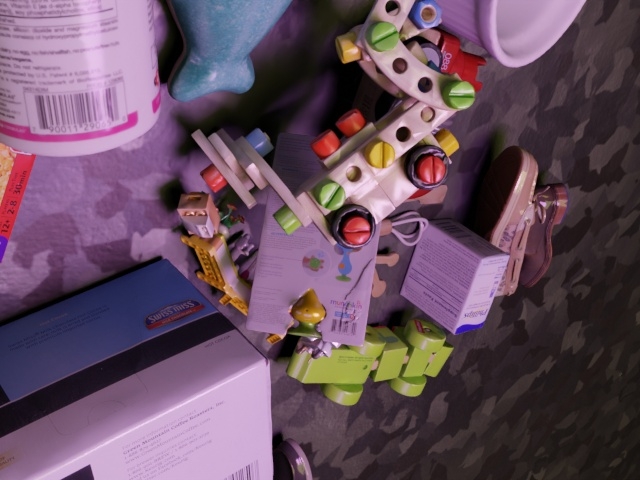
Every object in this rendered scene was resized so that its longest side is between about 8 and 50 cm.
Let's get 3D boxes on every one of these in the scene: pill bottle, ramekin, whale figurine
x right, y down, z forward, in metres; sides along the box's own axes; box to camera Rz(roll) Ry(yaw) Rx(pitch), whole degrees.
[{"bbox_3d":[-0.221,-0.228,0.692,0.160,0.160,0.283,-21,130,-31],"label":"pill bottle"},{"bbox_3d":[0.229,-0.359,0.987,0.277,0.135,0.277,-37,145,-32],"label":"ramekin"},{"bbox_3d":[-0.081,-0.250,0.820,0.216,0.141,0.272,-15,134,-36],"label":"whale figurine"}]

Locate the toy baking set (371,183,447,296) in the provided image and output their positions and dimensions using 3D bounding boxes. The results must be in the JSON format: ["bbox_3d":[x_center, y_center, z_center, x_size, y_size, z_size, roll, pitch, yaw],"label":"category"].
[{"bbox_3d":[0.076,-0.008,1.227,0.256,0.030,0.196,-52,142,1],"label":"toy baking set"}]

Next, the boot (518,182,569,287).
[{"bbox_3d":[0.348,-0.006,1.459,0.106,0.082,0.219,-3,127,-16],"label":"boot"}]

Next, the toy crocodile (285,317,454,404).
[{"bbox_3d":[0.087,0.179,1.324,0.340,0.105,0.115,2,117,-38],"label":"toy crocodile"}]

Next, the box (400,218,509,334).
[{"bbox_3d":[0.209,0.055,1.316,0.072,0.126,0.137,-6,122,-42],"label":"box"}]

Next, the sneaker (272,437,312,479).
[{"bbox_3d":[-0.088,0.421,1.336,0.118,0.083,0.222,-12,127,-36],"label":"sneaker"}]

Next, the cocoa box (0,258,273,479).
[{"bbox_3d":[-0.256,0.218,0.926,0.347,0.228,0.232,-24,132,-29],"label":"cocoa box"}]

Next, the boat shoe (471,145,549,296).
[{"bbox_3d":[0.301,-0.026,1.345,0.089,0.105,0.285,3,131,-9],"label":"boat shoe"}]

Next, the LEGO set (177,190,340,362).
[{"bbox_3d":[-0.078,0.024,1.052,0.287,0.132,0.107,50,62,-26],"label":"LEGO set"}]

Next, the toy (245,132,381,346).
[{"bbox_3d":[0.000,0.000,0.983,0.056,0.136,0.237,79,20,-74],"label":"toy"}]

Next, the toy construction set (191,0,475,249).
[{"bbox_3d":[0.024,-0.122,0.897,0.327,0.151,0.215,-34,107,11],"label":"toy construction set"}]

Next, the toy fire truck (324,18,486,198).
[{"bbox_3d":[0.141,-0.169,1.100,0.246,0.158,0.217,5,114,-33],"label":"toy fire truck"}]

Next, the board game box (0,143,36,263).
[{"bbox_3d":[-0.371,-0.058,0.764,0.193,0.045,0.147,6,113,-45],"label":"board game box"}]
